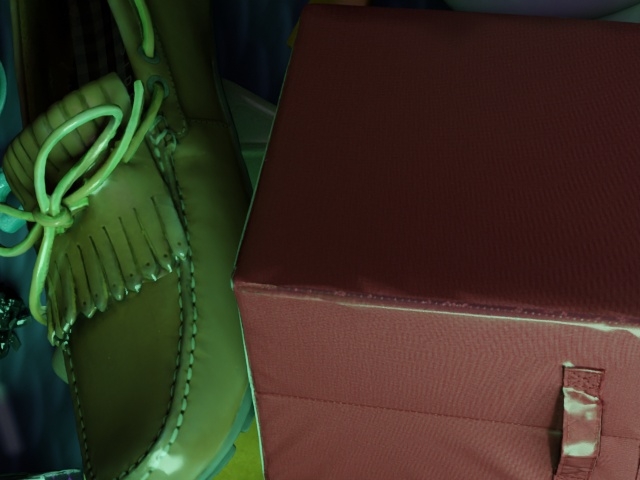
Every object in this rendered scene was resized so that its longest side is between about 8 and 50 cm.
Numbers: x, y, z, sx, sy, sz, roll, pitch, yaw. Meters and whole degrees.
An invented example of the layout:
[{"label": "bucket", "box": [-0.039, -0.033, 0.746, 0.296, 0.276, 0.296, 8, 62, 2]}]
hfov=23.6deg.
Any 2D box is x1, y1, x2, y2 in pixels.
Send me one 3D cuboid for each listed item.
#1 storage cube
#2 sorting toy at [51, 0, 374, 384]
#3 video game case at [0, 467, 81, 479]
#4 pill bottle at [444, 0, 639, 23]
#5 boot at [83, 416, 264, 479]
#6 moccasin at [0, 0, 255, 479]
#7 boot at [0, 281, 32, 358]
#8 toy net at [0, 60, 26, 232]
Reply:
[{"label": "storage cube", "box": [0.075, 0.013, 0.764, 0.193, 0.183, 0.215, 5, 52, 8]}, {"label": "sorting toy", "box": [0.000, 0.000, 0.933, 0.229, 0.041, 0.307, 30, 91, 12]}, {"label": "video game case", "box": [-0.220, 0.257, 0.906, 0.210, 0.042, 0.232, -10, 85, 30]}, {"label": "pill bottle", "box": [0.116, -0.211, 0.798, 0.146, 0.146, 0.264, -14, 113, 6]}, {"label": "boot", "box": [-0.013, 0.203, 0.842, 0.211, 0.104, 0.295, -11, 79, 10]}, {"label": "moccasin", "box": [-0.114, -0.041, 0.824, 0.139, 0.147, 0.380, -26, 58, 38]}, {"label": "boot", "box": [-0.250, 0.060, 0.955, 0.121, 0.045, 0.099, 22, 92, 1]}, {"label": "toy net", "box": [-0.184, -0.017, 0.933, 0.232, 0.045, 0.122, 44, 94, 17]}]
